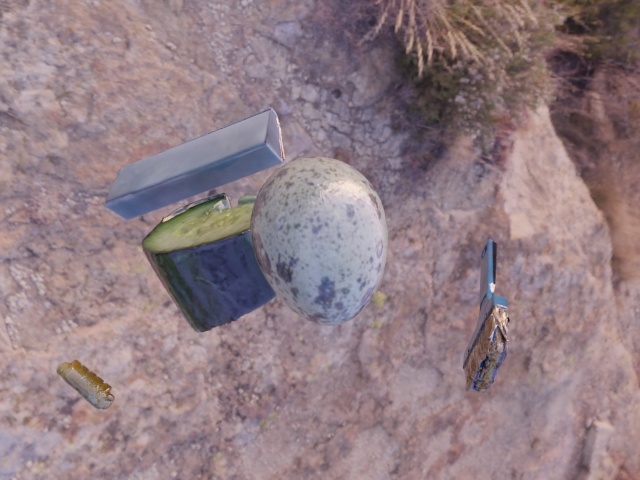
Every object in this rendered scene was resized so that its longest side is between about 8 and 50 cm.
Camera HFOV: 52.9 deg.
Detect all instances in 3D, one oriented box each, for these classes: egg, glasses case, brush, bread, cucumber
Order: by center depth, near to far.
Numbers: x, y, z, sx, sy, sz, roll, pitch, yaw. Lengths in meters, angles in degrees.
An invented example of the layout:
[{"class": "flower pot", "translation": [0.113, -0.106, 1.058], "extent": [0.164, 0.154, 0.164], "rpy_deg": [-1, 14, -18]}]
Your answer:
[{"class": "brush", "translation": [0.111, 0.039, 0.426], "extent": [0.164, 0.014, 0.051], "rpy_deg": [-60, 170, -61]}, {"class": "egg", "translation": [0.000, 0.000, 0.622], "extent": [0.132, 0.132, 0.172], "rpy_deg": [25, 48, -50]}, {"class": "cucumber", "translation": [-0.126, 0.018, 0.837], "extent": [0.191, 0.191, 0.130], "rpy_deg": [-41, 118, -26]}, {"class": "bread", "translation": [-0.314, 0.193, 0.867], "extent": [0.088, 0.049, 0.033], "rpy_deg": [42, 69, -3]}, {"class": "glasses case", "translation": [-0.182, -0.105, 0.948], "extent": [0.105, 0.266, 0.056], "rpy_deg": [-87, 154, -51]}]
